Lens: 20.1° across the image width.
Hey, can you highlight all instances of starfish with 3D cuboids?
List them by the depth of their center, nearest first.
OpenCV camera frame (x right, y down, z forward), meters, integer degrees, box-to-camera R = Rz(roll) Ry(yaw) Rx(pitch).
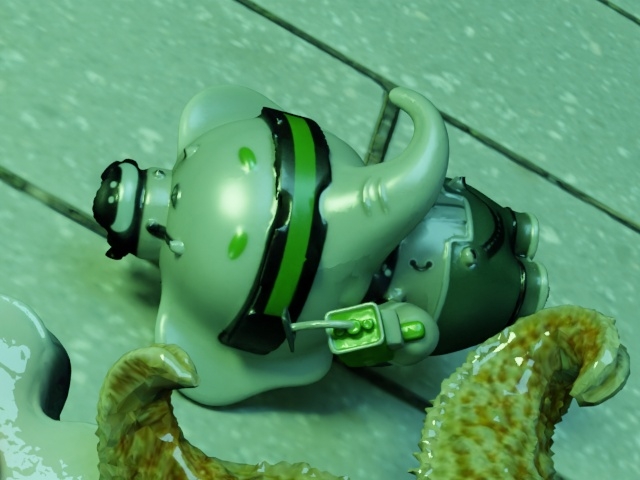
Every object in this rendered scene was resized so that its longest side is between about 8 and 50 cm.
[{"bbox_3d":[0.043,0.156,0.572,0.312,0.113,0.303,60,34,-1],"label":"starfish"}]

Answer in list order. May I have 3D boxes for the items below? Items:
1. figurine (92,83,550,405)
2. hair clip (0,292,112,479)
[{"bbox_3d":[0.000,0.000,0.752,0.192,0.126,0.147,8,62,-15],"label":"figurine"},{"bbox_3d":[-0.134,0.125,0.551,0.146,0.075,0.257,29,41,-15],"label":"hair clip"}]
